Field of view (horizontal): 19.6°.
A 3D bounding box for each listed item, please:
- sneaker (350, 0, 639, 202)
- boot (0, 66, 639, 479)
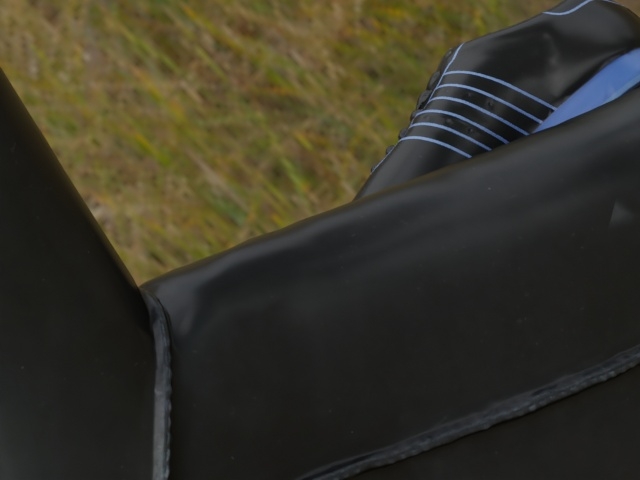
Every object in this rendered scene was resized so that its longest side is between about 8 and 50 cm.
[{"bbox_3d":[0.078,-0.050,0.983,0.232,0.081,0.090,-34,59,-10],"label":"sneaker"},{"bbox_3d":[0.000,0.002,0.802,0.445,0.367,0.146,-15,17,-25],"label":"boot"}]
